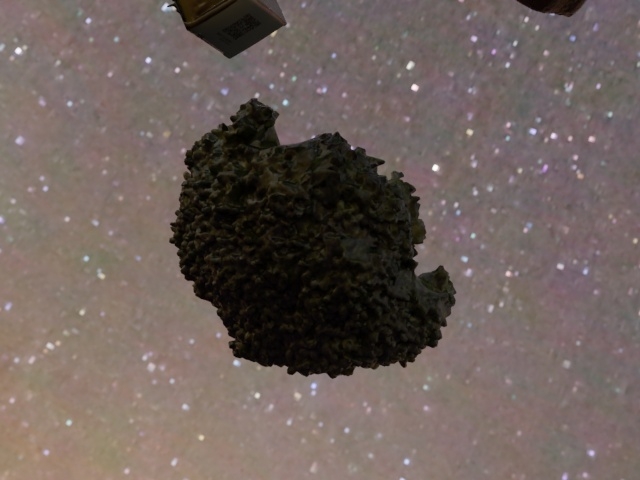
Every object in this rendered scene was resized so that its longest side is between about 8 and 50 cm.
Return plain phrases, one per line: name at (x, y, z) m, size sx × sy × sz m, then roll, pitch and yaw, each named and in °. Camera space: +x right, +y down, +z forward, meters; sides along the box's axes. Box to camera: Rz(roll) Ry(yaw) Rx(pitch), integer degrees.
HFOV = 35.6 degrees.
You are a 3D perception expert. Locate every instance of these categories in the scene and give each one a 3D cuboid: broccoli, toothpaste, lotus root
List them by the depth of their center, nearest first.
toothpaste at (-0.130, -0.314, 0.881) m, size 0.071 × 0.313 × 0.089 m, roll -29°, pitch -17°, yaw 16°
broccoli at (-0.017, 0.007, 0.950) m, size 0.288 × 0.235 × 0.260 m, roll 64°, pitch 1°, yaw 6°
lotus root at (0.307, -0.356, 1.333) m, size 0.112 × 0.122 × 0.081 m, roll 50°, pitch -49°, yaw 41°
